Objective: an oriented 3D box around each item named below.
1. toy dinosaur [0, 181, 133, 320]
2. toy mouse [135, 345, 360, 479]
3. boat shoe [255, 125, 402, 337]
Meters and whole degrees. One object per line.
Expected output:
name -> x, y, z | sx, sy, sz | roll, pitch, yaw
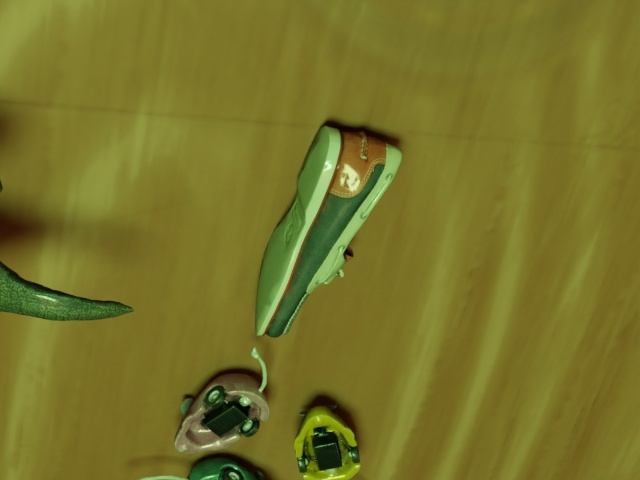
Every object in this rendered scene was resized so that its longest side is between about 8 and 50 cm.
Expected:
toy dinosaur -> -0.247, -0.022, 0.805 | 0.313, 0.121, 0.160 | 15, 139, -25
toy mouse -> -0.051, 0.124, 0.987 | 0.143, 0.031, 0.161 | -15, 130, 5
boat shoe -> 0.000, 0.000, 0.880 | 0.043, 0.049, 0.137 | 12, 123, -20
